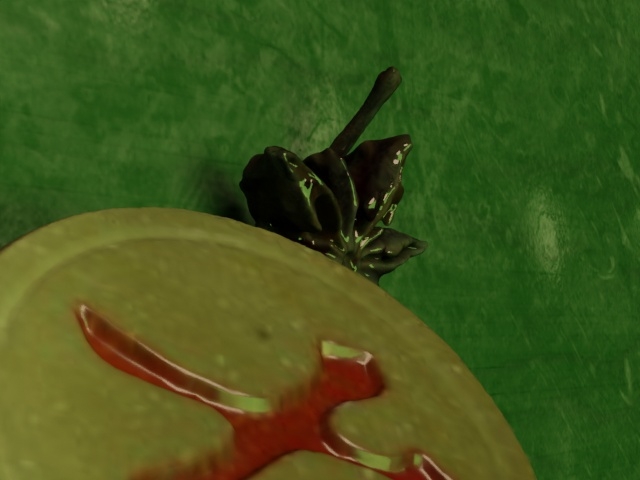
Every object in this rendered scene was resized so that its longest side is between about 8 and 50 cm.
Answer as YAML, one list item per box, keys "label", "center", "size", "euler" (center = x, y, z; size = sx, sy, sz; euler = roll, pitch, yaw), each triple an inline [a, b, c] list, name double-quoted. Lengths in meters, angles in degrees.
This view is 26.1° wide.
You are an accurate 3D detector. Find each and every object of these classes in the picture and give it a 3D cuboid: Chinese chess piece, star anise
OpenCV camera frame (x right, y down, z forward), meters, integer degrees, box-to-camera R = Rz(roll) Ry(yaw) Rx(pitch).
- label: "Chinese chess piece"
  center: [-0.050, 0.136, 0.659]
  size: [0.338, 0.140, 0.338]
  euler: [22, 34, -16]
- label: "star anise"
  center: [0.000, -0.001, 0.930]
  size: [0.231, 0.089, 0.209]
  euler: [-55, 141, -36]
